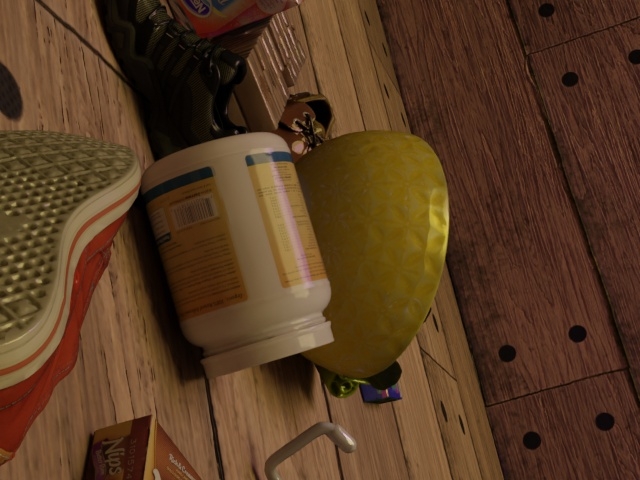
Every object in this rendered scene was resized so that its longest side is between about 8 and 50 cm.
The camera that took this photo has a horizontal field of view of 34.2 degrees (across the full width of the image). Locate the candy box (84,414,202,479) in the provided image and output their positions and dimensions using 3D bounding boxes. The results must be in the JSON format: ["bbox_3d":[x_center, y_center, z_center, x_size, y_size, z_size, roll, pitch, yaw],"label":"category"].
[{"bbox_3d":[-0.105,0.227,0.749,0.109,0.053,0.186,-91,160,-51],"label":"candy box"}]

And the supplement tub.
[{"bbox_3d":[-0.073,0.014,0.956,0.144,0.144,0.199,2,71,-76],"label":"supplement tub"}]

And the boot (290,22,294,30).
[{"bbox_3d":[-0.088,-0.353,1.589,0.084,0.059,0.158,69,13,10],"label":"boot"}]

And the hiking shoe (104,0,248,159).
[{"bbox_3d":[-0.132,-0.179,1.036,0.086,0.114,0.226,-59,130,-74],"label":"hiking shoe"}]

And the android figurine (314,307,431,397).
[{"bbox_3d":[0.048,0.064,1.285,0.056,0.248,0.273,15,16,-25],"label":"android figurine"}]

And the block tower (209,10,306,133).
[{"bbox_3d":[-0.090,-0.217,1.315,0.335,0.091,0.097,-76,147,-67],"label":"block tower"}]

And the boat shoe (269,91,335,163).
[{"bbox_3d":[-0.045,-0.138,1.364,0.307,0.105,0.110,-78,148,-65],"label":"boat shoe"}]

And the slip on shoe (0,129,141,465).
[{"bbox_3d":[-0.183,0.014,0.628,0.331,0.123,0.101,-93,-166,-62],"label":"slip on shoe"}]

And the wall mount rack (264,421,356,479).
[{"bbox_3d":[0.063,0.339,0.958,0.304,0.130,0.350,54,7,-13],"label":"wall mount rack"}]

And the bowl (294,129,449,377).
[{"bbox_3d":[0.000,0.000,1.176,0.156,0.289,0.289,14,47,-25],"label":"bowl"}]

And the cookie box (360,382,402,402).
[{"bbox_3d":[0.087,0.204,1.605,0.107,0.040,0.091,29,46,-71],"label":"cookie box"}]

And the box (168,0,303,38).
[{"bbox_3d":[-0.099,-0.363,1.342,0.300,0.154,0.142,-69,139,-68],"label":"box"}]
